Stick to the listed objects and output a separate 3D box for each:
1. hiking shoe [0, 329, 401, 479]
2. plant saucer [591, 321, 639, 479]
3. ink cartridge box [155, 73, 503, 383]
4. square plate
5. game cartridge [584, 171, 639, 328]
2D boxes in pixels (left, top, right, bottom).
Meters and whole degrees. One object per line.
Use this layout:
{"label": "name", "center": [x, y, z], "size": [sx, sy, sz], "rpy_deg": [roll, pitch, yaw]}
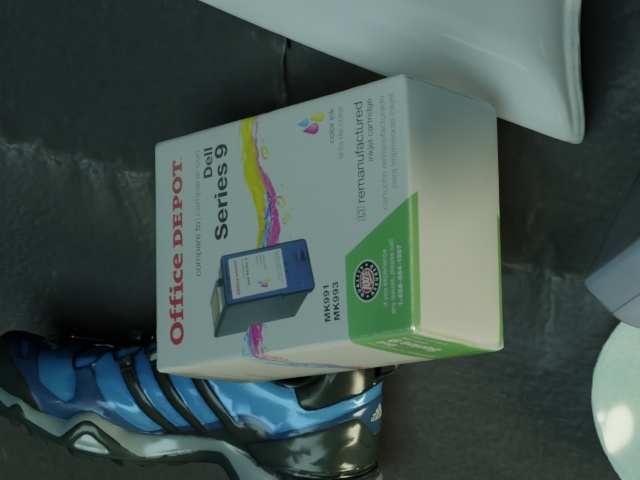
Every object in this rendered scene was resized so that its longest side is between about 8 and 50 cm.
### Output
{"label": "hiking shoe", "center": [-0.092, 0.094, 1.238], "size": [0.304, 0.113, 0.132], "rpy_deg": [13, 106, 14]}
{"label": "plant saucer", "center": [0.267, 0.104, 1.090], "size": [0.195, 0.037, 0.195], "rpy_deg": [12, 121, 21]}
{"label": "ink cartridge box", "center": [0.000, 0.000, 1.080], "size": [0.212, 0.093, 0.154], "rpy_deg": [-11, 74, 42]}
{"label": "square plate", "center": [-0.009, -0.189, 0.959], "size": [0.347, 0.049, 0.344], "rpy_deg": [23, 168, 15]}
{"label": "game cartridge", "center": [0.259, -0.078, 0.900], "size": [0.060, 0.196, 0.294], "rpy_deg": [44, 127, 1]}
